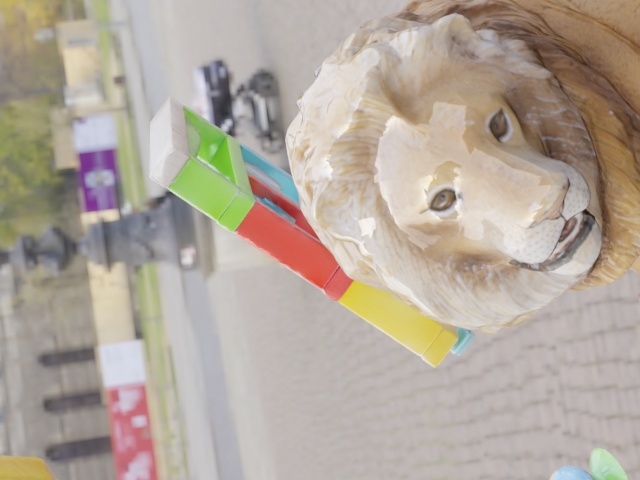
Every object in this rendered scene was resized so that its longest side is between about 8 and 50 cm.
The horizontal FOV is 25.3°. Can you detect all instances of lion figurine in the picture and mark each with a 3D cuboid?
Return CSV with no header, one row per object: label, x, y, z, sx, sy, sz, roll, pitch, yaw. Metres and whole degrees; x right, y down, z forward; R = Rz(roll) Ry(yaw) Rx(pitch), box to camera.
lion figurine,0.142,-0.115,0.620,0.142,0.240,0.392,-14,46,54

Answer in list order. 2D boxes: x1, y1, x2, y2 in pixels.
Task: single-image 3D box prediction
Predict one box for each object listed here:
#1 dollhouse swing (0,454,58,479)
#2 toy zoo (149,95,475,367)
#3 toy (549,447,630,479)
dollhouse swing,-0.351,0.198,0.806,0.315,0.305,0.346,32,112,44
toy zoo,0.000,0.000,1.077,0.030,0.293,0.192,-54,14,9
toy,0.074,0.176,0.828,0.056,0.237,0.137,71,161,-1
